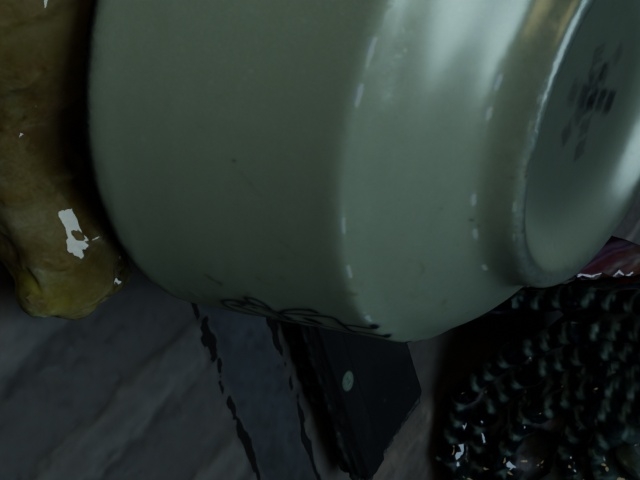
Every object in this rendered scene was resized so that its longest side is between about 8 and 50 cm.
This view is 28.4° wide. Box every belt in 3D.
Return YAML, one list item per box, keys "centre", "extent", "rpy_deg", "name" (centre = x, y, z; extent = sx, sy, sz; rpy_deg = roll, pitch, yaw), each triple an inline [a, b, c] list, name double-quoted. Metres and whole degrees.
- centre: [0.210, 0.127, 0.660]
  extent: [0.160, 0.295, 0.207]
  rpy_deg: [-8, 118, -59]
  name: "belt"

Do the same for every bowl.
- centre: [0.044, -0.065, 0.428]
  extent: [0.237, 0.126, 0.238]
  rpy_deg: [-38, 142, -39]
  name: "bowl"

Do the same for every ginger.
- centre: [-0.085, -0.056, 0.412]
  extent: [0.096, 0.067, 0.165]
  rpy_deg: [-50, 146, -42]
  name: "ginger"

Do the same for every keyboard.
- centre: [-0.001, 0.000, 0.559]
  extent: [0.072, 0.023, 0.231]
  rpy_deg: [-50, 132, -45]
  name: "keyboard"
